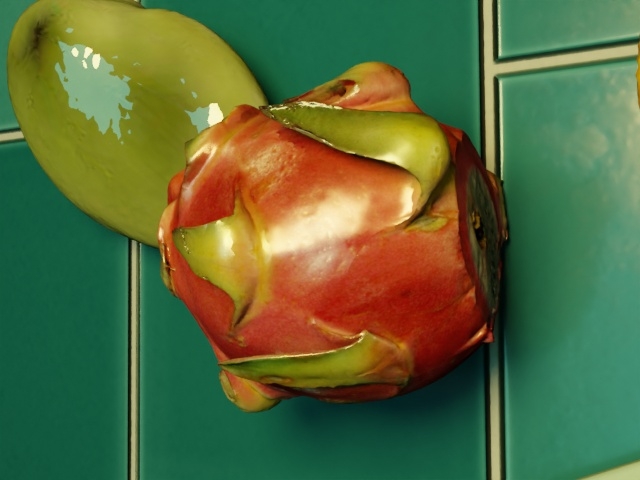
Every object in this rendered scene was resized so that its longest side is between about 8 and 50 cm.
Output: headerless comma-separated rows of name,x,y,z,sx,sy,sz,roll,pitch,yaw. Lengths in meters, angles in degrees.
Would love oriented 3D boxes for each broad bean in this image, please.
broad bean,-0.146,-0.096,0.769,0.263,0.121,0.189,37,110,26

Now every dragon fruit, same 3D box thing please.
dragon fruit,0.004,0.001,0.617,0.227,0.224,0.224,-6,84,12

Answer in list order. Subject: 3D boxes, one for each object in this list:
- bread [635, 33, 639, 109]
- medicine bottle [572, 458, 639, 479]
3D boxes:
bread,0.273,-0.090,0.451,0.268,0.146,0.268,-40,36,38
medicine bottle,0.161,0.209,0.581,0.229,0.083,0.121,-27,73,27
